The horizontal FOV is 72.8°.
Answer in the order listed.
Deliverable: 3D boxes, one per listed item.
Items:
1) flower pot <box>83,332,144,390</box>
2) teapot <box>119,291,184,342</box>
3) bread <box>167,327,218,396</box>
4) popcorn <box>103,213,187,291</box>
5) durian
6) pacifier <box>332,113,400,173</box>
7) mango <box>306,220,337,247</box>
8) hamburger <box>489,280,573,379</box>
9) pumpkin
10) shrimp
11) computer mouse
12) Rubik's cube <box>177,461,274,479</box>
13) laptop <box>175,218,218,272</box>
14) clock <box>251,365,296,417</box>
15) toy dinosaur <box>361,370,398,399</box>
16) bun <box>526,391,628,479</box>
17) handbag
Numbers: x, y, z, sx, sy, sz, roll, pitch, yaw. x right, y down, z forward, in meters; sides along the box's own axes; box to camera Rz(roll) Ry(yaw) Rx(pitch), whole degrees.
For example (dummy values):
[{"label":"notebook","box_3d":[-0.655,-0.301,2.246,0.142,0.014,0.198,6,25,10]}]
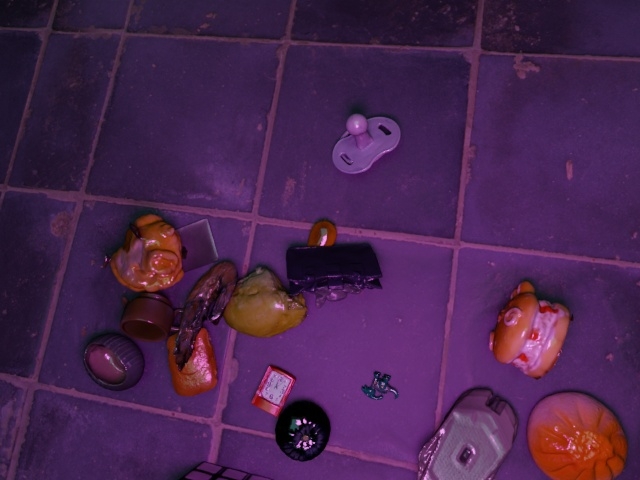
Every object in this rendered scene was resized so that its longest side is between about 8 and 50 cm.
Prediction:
[{"label":"flower pot","box_3d":[-0.790,0.465,1.667,0.243,0.157,0.189,39,86,14]},{"label":"teapot","box_3d":[-0.644,0.279,1.680,0.268,0.185,0.175,15,51,-12]},{"label":"bread","box_3d":[-0.478,0.456,1.639,0.174,0.121,0.245,-16,73,7]},{"label":"popcorn","box_3d":[-0.642,0.049,1.668,0.316,0.281,0.297,-8,79,43]},{"label":"durian","box_3d":[-0.216,0.240,1.611,0.340,0.204,0.255,-30,56,10]},{"label":"pacifier","box_3d":[0.155,-0.400,1.652,0.287,0.226,0.238,-34,58,0]},{"label":"mango","box_3d":[0.000,0.000,1.673,0.103,0.076,0.161,28,88,8]},{"label":"hamburger","box_3d":[0.682,0.281,1.429,0.186,0.261,0.302,28,67,17]},{"label":"pumpkin","box_3d":[-0.062,0.666,1.524,0.202,0.140,0.202,0,91,-10]},{"label":"shrimp","box_3d":[-0.414,0.261,1.575,0.272,0.085,0.445,-20,41,37]},{"label":"computer mouse","box_3d":[0.475,0.696,1.437,0.228,0.145,0.429,35,75,21]},{"label":"Rubik's cube","box_3d":[-0.347,0.959,1.432,0.301,0.304,0.305,11,83,10]},{"label":"laptop","box_3d":[-0.561,0.038,1.783,0.269,0.015,0.187,-20,77,5]},{"label":"clock","box_3d":[-0.168,0.553,1.604,0.113,0.061,0.155,24,81,12]},{"label":"toy dinosaur","box_3d":[0.216,0.528,1.554,0.132,0.059,0.096,17,91,20]},{"label":"bun","box_3d":[0.825,0.640,1.378,0.299,0.165,0.298,-1,81,8]},{"label":"handbag","box_3d":[0.043,0.118,1.531,0.326,0.269,0.118,-4,116,-3]}]
